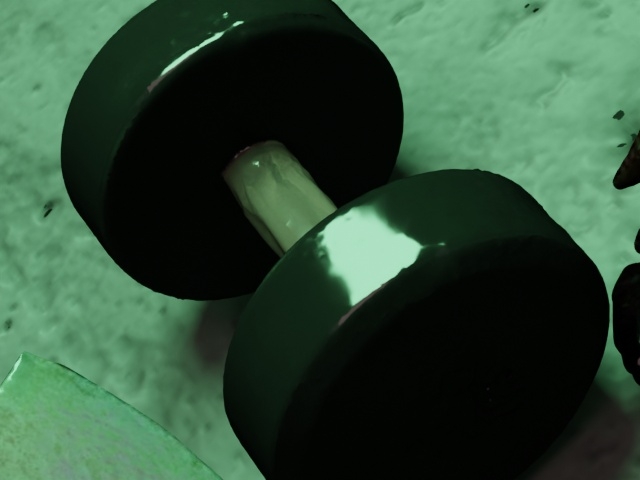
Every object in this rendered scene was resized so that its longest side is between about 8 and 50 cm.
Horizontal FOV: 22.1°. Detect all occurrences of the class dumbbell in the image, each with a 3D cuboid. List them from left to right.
[{"bbox_3d":[0.000,0.000,0.683,0.152,0.152,0.218,-43,48,3],"label":"dumbbell"}]

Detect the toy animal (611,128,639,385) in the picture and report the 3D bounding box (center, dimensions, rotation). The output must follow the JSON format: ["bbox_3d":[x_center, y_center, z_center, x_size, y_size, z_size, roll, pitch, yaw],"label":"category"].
[{"bbox_3d":[0.202,-0.011,0.620,0.180,0.116,0.218,-4,26,0],"label":"toy animal"}]

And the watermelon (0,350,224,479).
[{"bbox_3d":[-0.100,0.266,0.554,0.222,0.319,0.292,-42,5,47],"label":"watermelon"}]
